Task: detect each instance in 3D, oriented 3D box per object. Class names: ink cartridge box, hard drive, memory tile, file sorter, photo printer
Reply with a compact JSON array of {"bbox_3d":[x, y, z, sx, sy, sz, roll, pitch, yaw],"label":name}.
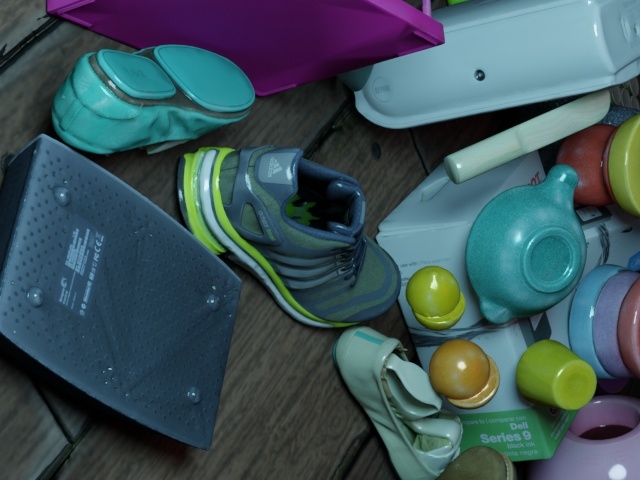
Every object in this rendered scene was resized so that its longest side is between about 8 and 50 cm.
[{"bbox_3d":[0.193,0.069,1.627,0.211,0.122,0.289,-46,121,-51],"label":"ink cartridge box"},{"bbox_3d":[-0.162,0.048,1.137,0.255,0.054,0.172,39,51,-46],"label":"hard drive"},{"bbox_3d":[0.442,-0.213,2.187,0.148,0.012,0.113,20,66,-54],"label":"memory tile"},{"bbox_3d":[-0.059,-0.261,1.242,0.291,0.202,0.182,16,67,-55],"label":"file sorter"},{"bbox_3d":[0.308,0.006,1.753,0.104,0.180,0.060,90,-23,-50],"label":"ink cartridge box"},{"bbox_3d":[0.197,-0.201,1.522,0.256,0.308,0.107,-31,108,-52],"label":"photo printer"}]

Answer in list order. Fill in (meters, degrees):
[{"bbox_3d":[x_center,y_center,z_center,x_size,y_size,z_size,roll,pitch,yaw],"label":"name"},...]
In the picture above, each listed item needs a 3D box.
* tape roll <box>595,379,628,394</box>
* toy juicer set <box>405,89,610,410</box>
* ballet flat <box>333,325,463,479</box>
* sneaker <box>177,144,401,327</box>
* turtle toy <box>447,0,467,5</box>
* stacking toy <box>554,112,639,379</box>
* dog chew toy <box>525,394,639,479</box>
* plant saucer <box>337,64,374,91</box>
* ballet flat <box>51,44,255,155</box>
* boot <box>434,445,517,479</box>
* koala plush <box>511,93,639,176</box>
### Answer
[{"bbox_3d":[0.328,0.103,1.872,0.189,0.080,0.189,18,68,-54],"label":"tape roll"},{"bbox_3d":[0.174,0.013,1.452,0.209,0.089,0.329,-3,100,-22],"label":"toy juicer set"},{"bbox_3d":[0.096,0.181,1.487,0.248,0.086,0.086,56,40,-35],"label":"ballet flat"},{"bbox_3d":[0.000,0.000,1.340,0.300,0.121,0.111,32,57,-50],"label":"sneaker"},{"bbox_3d":[0.184,-0.251,1.739,0.095,0.066,0.130,-7,87,-34],"label":"turtle toy"},{"bbox_3d":[0.380,0.007,1.686,0.280,0.130,0.308,-4,95,-43],"label":"stacking toy"},{"bbox_3d":[0.362,0.355,1.770,0.206,0.207,0.331,-45,129,-52],"label":"dog chew toy"},{"bbox_3d":[0.019,-0.242,1.430,0.195,0.037,0.195,179,-90,-77],"label":"plant saucer"},{"bbox_3d":[-0.139,-0.109,1.179,0.083,0.087,0.247,52,21,10],"label":"ballet flat"},{"bbox_3d":[0.083,0.282,1.395,0.305,0.112,0.115,-45,110,-36],"label":"boot"},{"bbox_3d":[0.309,-0.142,1.821,0.196,0.203,0.221,2,51,-36],"label":"koala plush"}]
